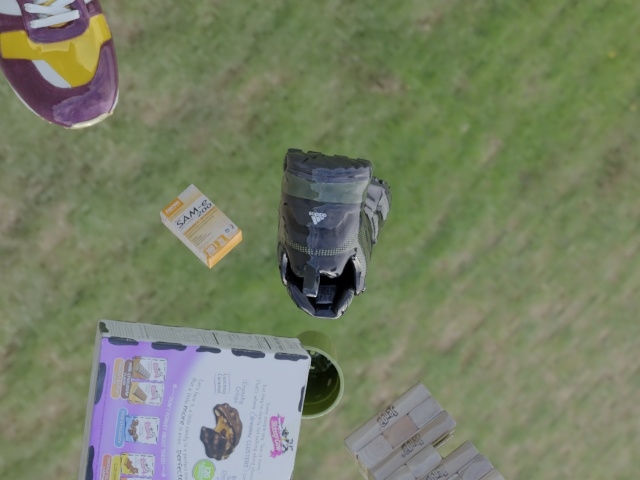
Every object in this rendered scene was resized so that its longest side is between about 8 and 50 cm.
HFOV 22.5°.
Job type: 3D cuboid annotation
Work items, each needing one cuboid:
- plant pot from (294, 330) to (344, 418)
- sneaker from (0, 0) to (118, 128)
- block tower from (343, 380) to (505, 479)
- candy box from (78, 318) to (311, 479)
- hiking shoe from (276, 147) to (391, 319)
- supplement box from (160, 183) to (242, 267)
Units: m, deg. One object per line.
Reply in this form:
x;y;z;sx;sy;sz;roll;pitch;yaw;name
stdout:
-0.012;0.133;1.696;0.083;0.083;0.079;-58;-175;22;plant pot
-0.162;-0.153;0.910;0.069;0.185;0.084;-18;162;-13;sneaker
0.162;0.285;1.422;0.097;0.335;0.091;-37;166;-8;block tower
-0.119;0.168;1.503;0.196;0.070;0.165;6;100;-13;candy box
0.000;0.000;1.189;0.227;0.086;0.114;35;66;-80;hiking shoe
-0.162;-0.020;2.179;0.062;0.098;0.036;-43;165;-15;supplement box
